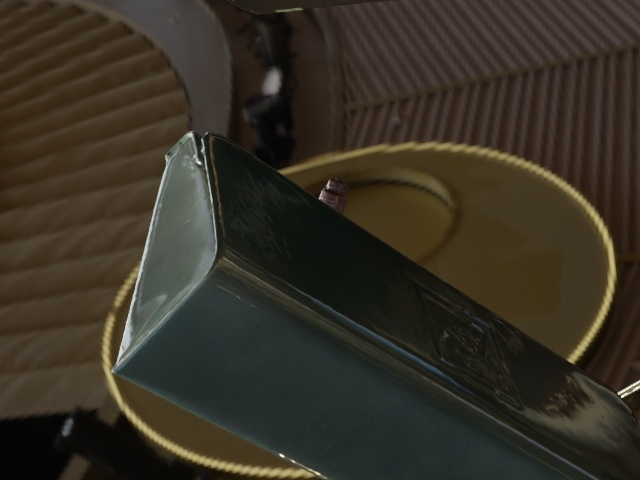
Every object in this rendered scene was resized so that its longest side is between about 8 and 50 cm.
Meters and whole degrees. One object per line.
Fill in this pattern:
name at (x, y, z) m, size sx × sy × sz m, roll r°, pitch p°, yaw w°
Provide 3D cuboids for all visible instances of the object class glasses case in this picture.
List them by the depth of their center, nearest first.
glasses case at (0.047, 0.056, 0.536) m, size 0.056 × 0.266 × 0.105 m, roll -26°, pitch -137°, yaw 41°

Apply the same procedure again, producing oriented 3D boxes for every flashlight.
flashlight at (0.000, 0.000, 1.136) m, size 0.052 × 0.110 × 0.031 m, roll 22°, pitch -176°, yaw 32°

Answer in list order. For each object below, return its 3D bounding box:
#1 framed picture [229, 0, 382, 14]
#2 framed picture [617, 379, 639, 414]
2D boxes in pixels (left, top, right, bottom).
framed picture at (-0.067, -0.145, 0.380) m, size 0.244 × 0.324 × 0.013 m, roll 7°, pitch -103°, yaw 50°
framed picture at (0.160, 0.185, 1.052) m, size 0.281 × 0.209 × 0.019 m, roll -28°, pitch -100°, yaw -31°
